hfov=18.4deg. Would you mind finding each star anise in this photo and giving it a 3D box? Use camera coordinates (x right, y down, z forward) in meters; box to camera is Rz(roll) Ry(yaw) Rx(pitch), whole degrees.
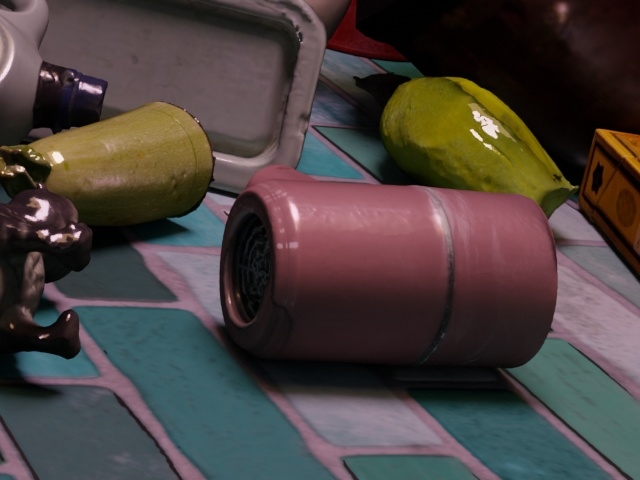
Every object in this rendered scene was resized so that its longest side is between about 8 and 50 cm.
[{"bbox_3d":[0.113,-0.145,2.012,0.129,0.056,0.124,-4,26,-40],"label":"star anise"}]

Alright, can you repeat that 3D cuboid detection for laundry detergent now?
[{"bbox_3d":[-0.307,-0.146,1.565,0.281,0.105,0.215,8,47,-4],"label":"laundry detergent"}]

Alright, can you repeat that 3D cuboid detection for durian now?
[{"bbox_3d":[0.126,-0.082,1.782,0.250,0.101,0.139,33,-8,46],"label":"durian"}]

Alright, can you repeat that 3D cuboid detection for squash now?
[{"bbox_3d":[-0.173,-0.056,1.466,0.094,0.094,0.224,23,15,27],"label":"squash"}]

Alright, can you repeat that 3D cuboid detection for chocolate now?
[{"bbox_3d":[0.267,-0.229,1.943,0.331,0.384,0.383,48,12,-15],"label":"chocolate"}]

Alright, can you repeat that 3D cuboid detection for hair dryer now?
[{"bbox_3d":[0.000,0.000,1.460,0.210,0.125,0.352,3,11,-24],"label":"hair dryer"}]

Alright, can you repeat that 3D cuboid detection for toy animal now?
[{"bbox_3d":[-0.224,0.020,1.232,0.168,0.106,0.343,7,12,4],"label":"toy animal"}]

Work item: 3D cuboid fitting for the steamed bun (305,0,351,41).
[{"bbox_3d":[-0.116,-0.303,1.974,0.324,0.206,0.324,13,38,-11],"label":"steamed bun"}]

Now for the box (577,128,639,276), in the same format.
[{"bbox_3d":[0.360,-0.004,1.720,0.193,0.084,0.301,9,19,-13],"label":"box"}]

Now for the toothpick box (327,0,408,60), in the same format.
[{"bbox_3d":[0.073,-0.395,2.285,0.204,0.333,0.204,11,18,-4],"label":"toothpick box"}]

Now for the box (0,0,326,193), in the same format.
[{"bbox_3d":[-0.147,-0.161,1.728,0.312,0.175,0.182,14,10,5],"label":"box"}]
